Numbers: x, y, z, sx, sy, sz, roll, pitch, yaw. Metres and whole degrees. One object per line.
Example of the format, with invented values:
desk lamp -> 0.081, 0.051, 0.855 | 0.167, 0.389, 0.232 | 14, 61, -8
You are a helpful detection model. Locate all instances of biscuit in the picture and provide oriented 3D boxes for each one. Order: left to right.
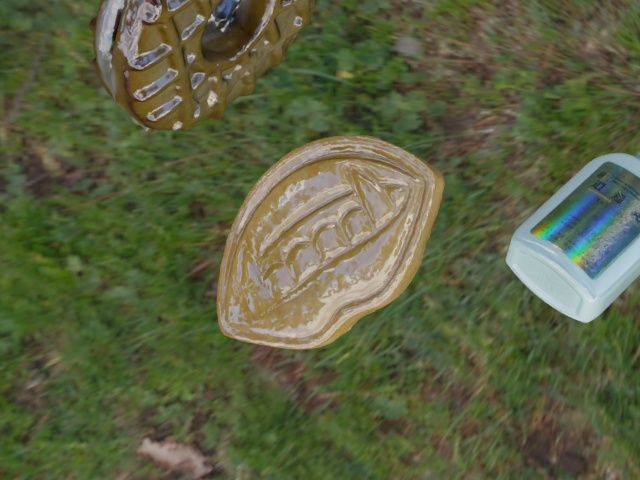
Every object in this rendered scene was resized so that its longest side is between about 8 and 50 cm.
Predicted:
biscuit -> -0.115, -0.268, 1.751 | 0.103, 0.332, 0.332 | 38, 102, 22
biscuit -> 0.000, 0.000, 1.179 | 0.220, 0.029, 0.142 | -33, 67, 30

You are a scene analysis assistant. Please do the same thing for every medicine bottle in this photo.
medicine bottle -> 0.314, -0.022, 1.722 | 0.121, 0.083, 0.229 | 39, 61, 21
